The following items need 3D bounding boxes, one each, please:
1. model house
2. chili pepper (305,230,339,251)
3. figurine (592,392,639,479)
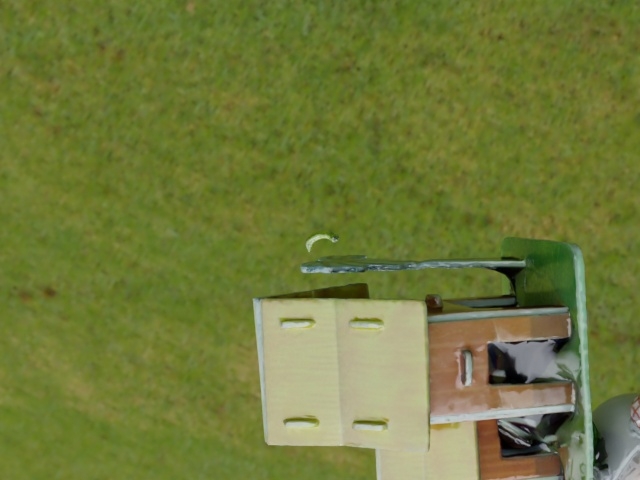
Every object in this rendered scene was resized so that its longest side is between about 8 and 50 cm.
[{"bbox_3d":[0.081,0.152,1.272,0.323,0.300,0.340,-3,-177,-14],"label":"model house"},{"bbox_3d":[-0.001,0.001,1.815,0.083,0.017,0.030,-12,107,50],"label":"chili pepper"},{"bbox_3d":[0.397,0.303,1.716,0.370,0.167,0.281,6,130,-20],"label":"figurine"}]
